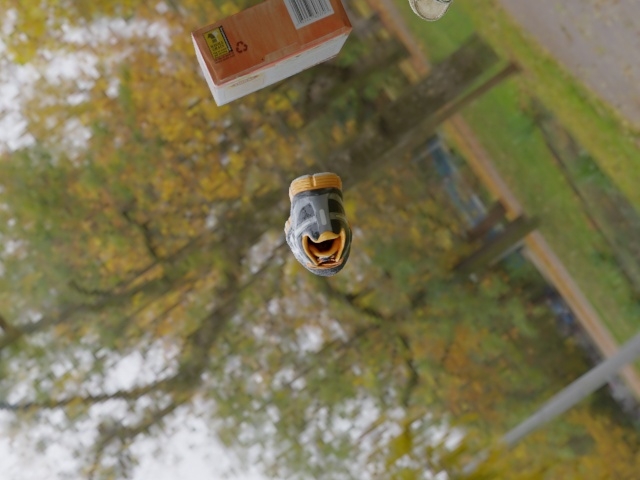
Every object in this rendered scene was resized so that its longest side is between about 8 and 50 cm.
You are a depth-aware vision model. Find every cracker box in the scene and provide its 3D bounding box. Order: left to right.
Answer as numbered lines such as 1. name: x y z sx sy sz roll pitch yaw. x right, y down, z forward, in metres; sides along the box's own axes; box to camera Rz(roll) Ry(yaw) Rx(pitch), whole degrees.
1. cracker box: -0.056 -0.215 1.513 0.232 0.156 0.067 177 70 -86

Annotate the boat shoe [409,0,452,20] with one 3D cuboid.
1. boat shoe: 0.109 -0.263 1.308 0.153 0.056 0.048 101 -179 -50

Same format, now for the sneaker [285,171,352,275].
1. sneaker: 0.000 0.000 1.683 0.215 0.084 0.083 76 -178 -64
